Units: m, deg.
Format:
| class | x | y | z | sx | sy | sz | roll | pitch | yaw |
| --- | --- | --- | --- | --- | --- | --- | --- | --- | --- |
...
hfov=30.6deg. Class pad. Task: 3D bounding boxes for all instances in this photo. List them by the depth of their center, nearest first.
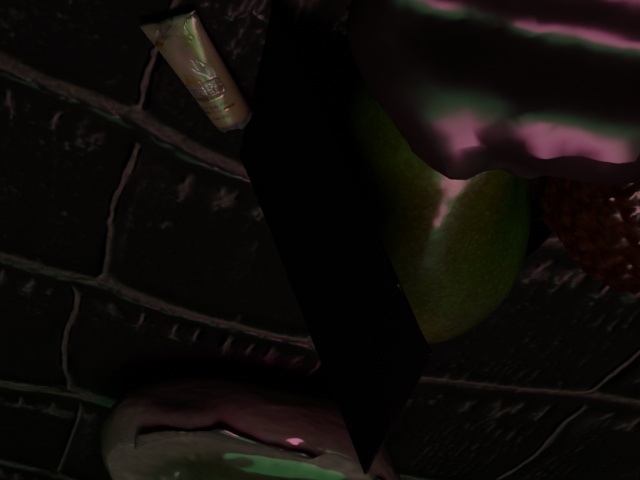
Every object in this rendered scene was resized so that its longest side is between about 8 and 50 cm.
| class | x | y | z | sx | sy | sz | roll | pitch | yaw |
| --- | --- | --- | --- | --- | --- | --- | --- | --- | --- |
| pad | 0.000 | 0.000 | 1.055 | 0.007 | 0.367 | 0.247 | -13 | 152 | -19 |

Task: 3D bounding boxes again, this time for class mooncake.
| class | x | y | z | sx | sy | sz | roll | pitch | yaw |
| --- | --- | --- | --- | --- | --- | --- | --- | --- | --- |
| mooncake | 0.167 | -0.195 | 0.683 | 0.212 | 0.381 | 0.350 | 12 | 110 | 14 |

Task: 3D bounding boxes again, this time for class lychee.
| class | x | y | z | sx | sy | sz | roll | pitch | yaw |
| --- | --- | --- | --- | --- | --- | --- | --- | --- | --- |
| lychee | 0.287 | -0.070 | 0.964 | 0.236 | 0.236 | 0.271 | 19 | 150 | -16 |

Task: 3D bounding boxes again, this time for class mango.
| class | x | y | z | sx | sy | sz | roll | pitch | yaw |
| --- | --- | --- | --- | --- | --- | --- | --- | --- | --- |
| mango | 0.097 | -0.039 | 1.077 | 0.201 | 0.225 | 0.382 | -14 | 152 | -21 |

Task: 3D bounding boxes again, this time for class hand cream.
| class | x | y | z | sx | sy | sz | roll | pitch | yaw |
| --- | --- | --- | --- | --- | --- | --- | --- | --- | --- |
| hand cream | -0.110 | -0.159 | 1.106 | 0.061 | 0.039 | 0.143 | -8 | 139 | 27 |

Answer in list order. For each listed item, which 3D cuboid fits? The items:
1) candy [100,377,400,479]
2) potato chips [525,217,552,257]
| class | x | y | z | sx | sy | sz | roll | pitch | yaw |
| --- | --- | --- | --- | --- | --- | --- | --- | --- | --- |
| candy | -0.109 | 0.322 | 1.705 | 0.427 | 0.186 | 0.386 | 17 | 138 | -9 |
| potato chips | 0.179 | 0.025 | 1.236 | 0.026 | 0.142 | 0.209 | 49 | 139 | -12 |
